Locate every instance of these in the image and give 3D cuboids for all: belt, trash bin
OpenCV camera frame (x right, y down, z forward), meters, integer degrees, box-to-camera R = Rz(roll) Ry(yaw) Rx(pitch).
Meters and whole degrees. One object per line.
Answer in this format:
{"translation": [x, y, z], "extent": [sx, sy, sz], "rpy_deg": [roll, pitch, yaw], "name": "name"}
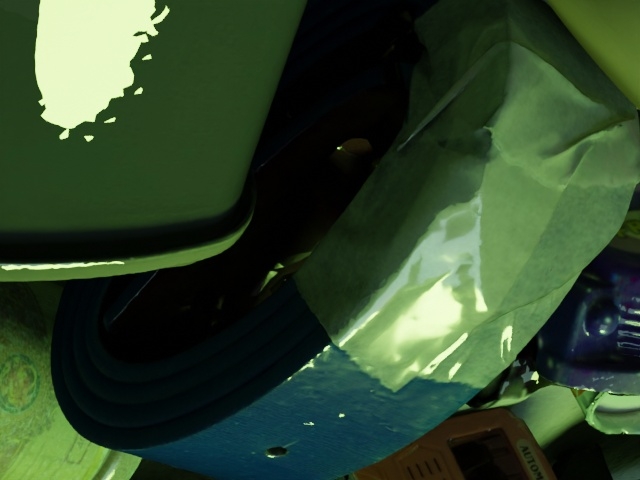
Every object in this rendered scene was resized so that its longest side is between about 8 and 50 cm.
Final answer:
{"translation": [0.000, 0.000, 0.771], "extent": [0.117, 0.212, 0.347], "rpy_deg": [26, 126, -39], "name": "belt"}
{"translation": [-0.114, -0.100, 0.594], "extent": [0.209, 0.182, 0.290], "rpy_deg": [-1, 142, -25], "name": "trash bin"}

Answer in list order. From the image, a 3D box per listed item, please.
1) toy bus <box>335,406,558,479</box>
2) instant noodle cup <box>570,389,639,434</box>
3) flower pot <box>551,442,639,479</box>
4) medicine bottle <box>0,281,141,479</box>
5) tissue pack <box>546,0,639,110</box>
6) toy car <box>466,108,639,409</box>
{"translation": [0.110, 0.348, 1.458], "extent": [0.233, 0.203, 0.427], "rpy_deg": [-16, 149, -14], "name": "toy bus"}
{"translation": [0.242, 0.042, 1.055], "extent": [0.205, 0.153, 0.205], "rpy_deg": [-14, 152, -7], "name": "instant noodle cup"}
{"translation": [0.364, 0.317, 1.445], "extent": [0.299, 0.283, 0.299], "rpy_deg": [-7, 159, -3], "name": "flower pot"}
{"translation": [-0.247, 0.070, 0.832], "extent": [0.151, 0.151, 0.322], "rpy_deg": [-32, 148, 23], "name": "medicine bottle"}
{"translation": [0.269, -0.180, 0.569], "extent": [0.387, 0.277, 0.267], "rpy_deg": [-31, 145, 21], "name": "tissue pack"}
{"translation": [0.135, -0.005, 0.834], "extent": [0.172, 0.235, 0.158], "rpy_deg": [-1, 113, -33], "name": "toy car"}
